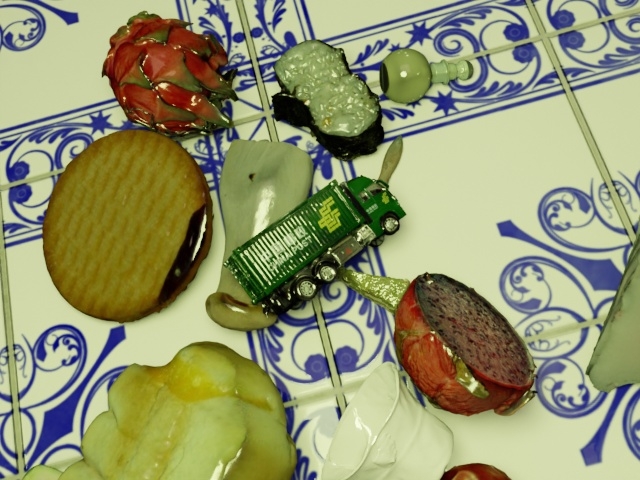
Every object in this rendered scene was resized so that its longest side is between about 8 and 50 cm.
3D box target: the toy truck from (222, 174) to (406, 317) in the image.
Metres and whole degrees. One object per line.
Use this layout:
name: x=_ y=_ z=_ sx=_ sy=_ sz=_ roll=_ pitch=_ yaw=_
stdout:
toy truck: x=0.000 y=0.000 z=1.024 sx=0.259 sy=0.088 sz=0.121 roll=-36 pitch=89 yaw=-26

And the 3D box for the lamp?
lamp: x=0.182 y=-0.282 z=1.185 sx=0.163 sy=0.091 sz=0.090 roll=-9 pitch=68 yaw=-14

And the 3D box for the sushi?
sushi: x=0.008 y=-0.222 z=1.160 sx=0.147 sy=0.115 sz=0.212 roll=-37 pitch=69 yaw=-10

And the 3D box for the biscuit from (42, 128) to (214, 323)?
biscuit: x=-0.315 y=-0.026 z=1.132 sx=0.318 sy=0.040 sz=0.317 roll=-4 pitch=78 yaw=19

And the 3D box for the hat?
hat: x=0.099 y=0.277 z=0.951 sx=0.126 sy=0.203 sz=0.203 roll=31 pitch=75 yaw=-8

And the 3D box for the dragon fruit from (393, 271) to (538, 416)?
dragon fruit: x=0.174 y=0.167 z=0.975 sx=0.148 sy=0.219 sz=0.223 roll=-51 pitch=46 yaw=25

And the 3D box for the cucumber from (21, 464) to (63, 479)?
cucumber: x=-0.392 y=0.376 z=1.035 sx=0.107 sy=0.035 sz=0.067 roll=33 pitch=67 yaw=24

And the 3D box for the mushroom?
mushroom: x=-0.106 y=-0.014 z=1.112 sx=0.159 sy=0.122 sz=0.328 roll=-8 pitch=63 yaw=43

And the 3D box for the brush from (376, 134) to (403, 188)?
brush: x=0.101 y=-0.091 z=1.151 sx=0.070 sy=0.021 sz=0.196 roll=18 pitch=73 yaw=11

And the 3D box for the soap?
soap: x=0.490 y=0.059 z=0.923 sx=0.159 sy=0.257 sz=0.302 roll=19 pitch=74 yaw=12

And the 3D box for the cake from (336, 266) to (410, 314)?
cake: x=0.066 y=0.073 z=1.080 sx=0.140 sy=0.051 sz=0.055 roll=13 pitch=74 yaw=14

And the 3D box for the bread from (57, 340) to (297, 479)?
bread: x=-0.175 y=0.311 z=0.943 sx=0.301 sy=0.210 sz=0.341 roll=4 pitch=62 yaw=32

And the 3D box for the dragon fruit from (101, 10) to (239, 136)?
dragon fruit: x=-0.245 y=-0.265 z=1.170 sx=0.193 sy=0.192 sz=0.274 roll=-45 pitch=80 yaw=14

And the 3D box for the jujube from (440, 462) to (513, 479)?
jujube: x=0.227 y=0.401 z=0.894 sx=0.155 sy=0.155 sz=0.230 roll=-37 pitch=80 yaw=-7
